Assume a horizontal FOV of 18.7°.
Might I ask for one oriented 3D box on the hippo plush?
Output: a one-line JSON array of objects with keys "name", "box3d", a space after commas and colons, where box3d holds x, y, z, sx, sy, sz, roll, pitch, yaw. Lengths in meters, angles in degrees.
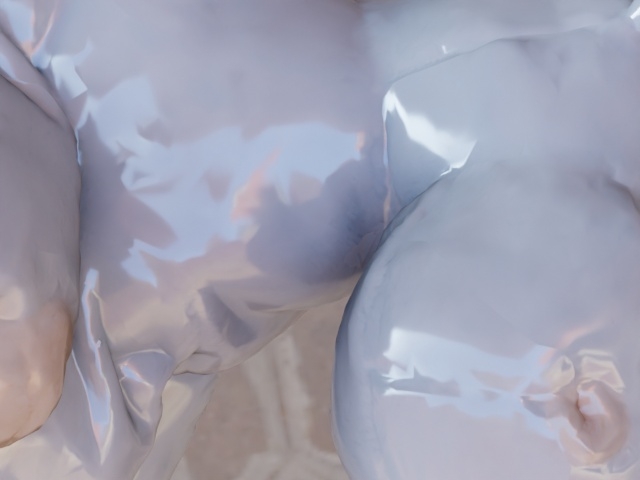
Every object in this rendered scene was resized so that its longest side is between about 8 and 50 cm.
[{"name": "hippo plush", "box3d": [0.000, 0.000, 0.544, 0.236, 0.234, 0.294, 9, 58, 4]}]
